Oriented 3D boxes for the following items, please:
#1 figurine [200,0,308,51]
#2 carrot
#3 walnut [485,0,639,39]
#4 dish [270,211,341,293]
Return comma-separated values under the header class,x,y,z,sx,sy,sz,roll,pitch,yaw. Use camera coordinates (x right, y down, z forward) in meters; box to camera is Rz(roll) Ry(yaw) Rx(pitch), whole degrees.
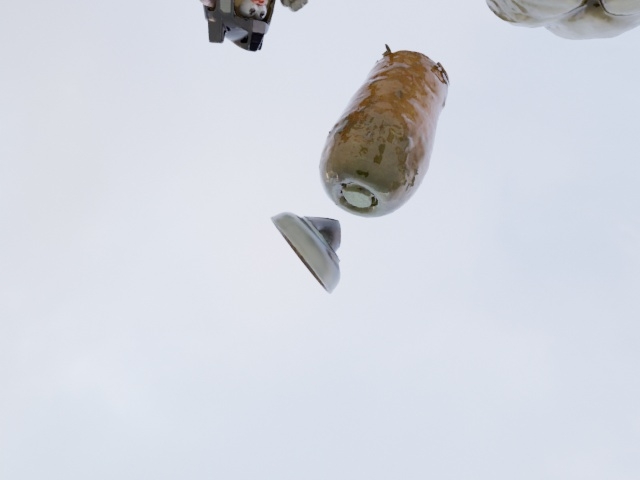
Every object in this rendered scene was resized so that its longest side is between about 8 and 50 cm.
class,x,y,z,sx,sy,sz,roll,pitch,yaw
figurine,-0.154,-0.526,1.010,0.308,0.309,0.143,-59,-152,8
carrot,0.135,-0.221,1.088,0.224,0.224,0.340,10,-119,24
walnut,0.253,-0.317,0.461,0.228,0.283,0.282,20,-86,-18
dish,0.000,0.000,0.738,0.078,0.141,0.141,-37,-110,-5
